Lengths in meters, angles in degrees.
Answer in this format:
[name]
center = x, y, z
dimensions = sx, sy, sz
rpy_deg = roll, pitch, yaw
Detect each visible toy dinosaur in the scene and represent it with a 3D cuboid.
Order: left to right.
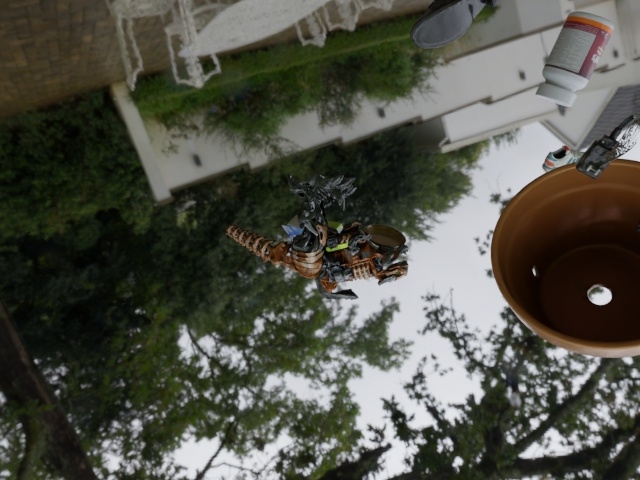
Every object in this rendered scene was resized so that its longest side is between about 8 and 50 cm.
[toy dinosaur]
center = -0.001, -0.004, 0.959
dimensions = 0.322, 0.218, 0.164
rpy_deg = 6, 180, -17

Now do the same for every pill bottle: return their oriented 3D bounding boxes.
[pill bottle]
center = 0.669, -0.478, 1.402
dimensions = 0.121, 0.221, 0.121
rpy_deg = 18, -162, -6

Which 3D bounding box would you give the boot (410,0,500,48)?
[boot]
center = 0.252, -0.541, 1.115
dimensions = 0.263, 0.091, 0.229
rpy_deg = -35, -122, 2

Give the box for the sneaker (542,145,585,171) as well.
[sneaker]
center = 0.771, -0.258, 1.628
dimensions = 0.162, 0.075, 0.057
rpy_deg = -10, -130, -2

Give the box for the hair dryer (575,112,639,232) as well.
[hair dryer]
center = 0.455, -0.142, 0.607
dimensions = 0.293, 0.080, 0.223
rpy_deg = -53, -163, 23

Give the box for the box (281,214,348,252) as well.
[box]
center = 0.000, 0.000, 1.206
dimensions = 0.178, 0.109, 0.042
rpy_deg = 14, -126, 48

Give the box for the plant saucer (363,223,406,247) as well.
[plant saucer]
center = 0.122, -0.004, 1.009
dimensions = 0.084, 0.015, 0.083
rpy_deg = 11, -151, -6

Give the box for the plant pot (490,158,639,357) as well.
[plant pot]
center = 0.425, 0.050, 0.804
dimensions = 0.291, 0.203, 0.290
rpy_deg = -13, -121, 22
